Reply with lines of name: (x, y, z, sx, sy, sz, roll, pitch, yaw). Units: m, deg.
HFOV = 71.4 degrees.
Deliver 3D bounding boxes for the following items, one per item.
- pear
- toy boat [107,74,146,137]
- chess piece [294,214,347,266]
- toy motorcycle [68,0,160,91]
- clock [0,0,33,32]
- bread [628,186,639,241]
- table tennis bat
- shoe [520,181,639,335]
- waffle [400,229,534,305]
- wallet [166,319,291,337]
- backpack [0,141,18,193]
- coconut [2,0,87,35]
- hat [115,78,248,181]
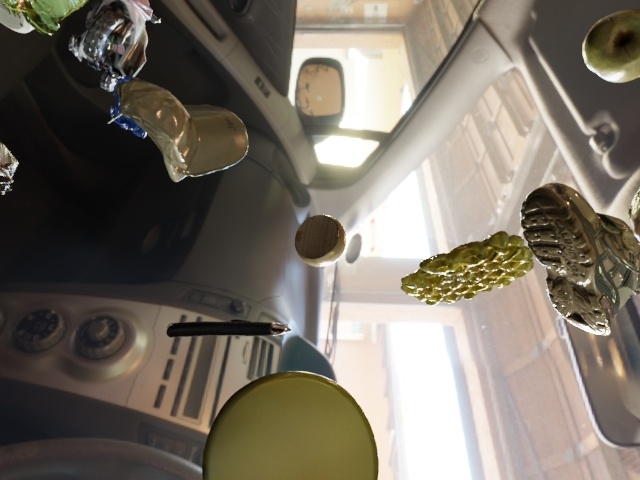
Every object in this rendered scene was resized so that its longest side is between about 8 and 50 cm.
pear: (0.727, -0.470, 1.075, 0.136, 0.167, 0.167, -24, 119, -55)
toy boat: (-0.413, -0.277, 0.947, 0.175, 0.091, 0.110, -52, -169, 51)
chess piece: (0.000, 0.000, 0.698, 0.038, 0.083, 0.084, 40, 49, -60)
toy motorcycle: (-0.446, -0.446, 0.986, 0.188, 0.143, 0.327, -65, -161, -6)
clock: (-0.583, -0.492, 0.787, 0.083, 0.230, 0.230, -52, 161, -24)
bread: (0.289, 0.052, 0.252, 0.147, 0.160, 0.261, -46, 115, -42)
table tennis bat: (-0.007, 0.348, 0.579, 0.369, 0.224, 0.054, 64, -11, 1)
shoe: (0.293, 0.010, 0.478, 0.180, 0.092, 0.089, 62, -9, -15)
waffle: (0.294, 0.067, 0.903, 0.250, 0.261, 0.056, 38, 34, -55)
wallet: (-0.249, 0.247, 1.257, 0.172, 0.318, 0.045, 22, 66, -71)
backpack: (-0.595, -0.137, 0.716, 0.120, 0.165, 0.106, 95, -4, -59)
coconut: (-0.451, -0.411, 0.733, 0.158, 0.055, 0.133, -33, 171, -49)
hat: (-0.264, -0.245, 0.875, 0.214, 0.244, 0.149, 51, -28, 17)
